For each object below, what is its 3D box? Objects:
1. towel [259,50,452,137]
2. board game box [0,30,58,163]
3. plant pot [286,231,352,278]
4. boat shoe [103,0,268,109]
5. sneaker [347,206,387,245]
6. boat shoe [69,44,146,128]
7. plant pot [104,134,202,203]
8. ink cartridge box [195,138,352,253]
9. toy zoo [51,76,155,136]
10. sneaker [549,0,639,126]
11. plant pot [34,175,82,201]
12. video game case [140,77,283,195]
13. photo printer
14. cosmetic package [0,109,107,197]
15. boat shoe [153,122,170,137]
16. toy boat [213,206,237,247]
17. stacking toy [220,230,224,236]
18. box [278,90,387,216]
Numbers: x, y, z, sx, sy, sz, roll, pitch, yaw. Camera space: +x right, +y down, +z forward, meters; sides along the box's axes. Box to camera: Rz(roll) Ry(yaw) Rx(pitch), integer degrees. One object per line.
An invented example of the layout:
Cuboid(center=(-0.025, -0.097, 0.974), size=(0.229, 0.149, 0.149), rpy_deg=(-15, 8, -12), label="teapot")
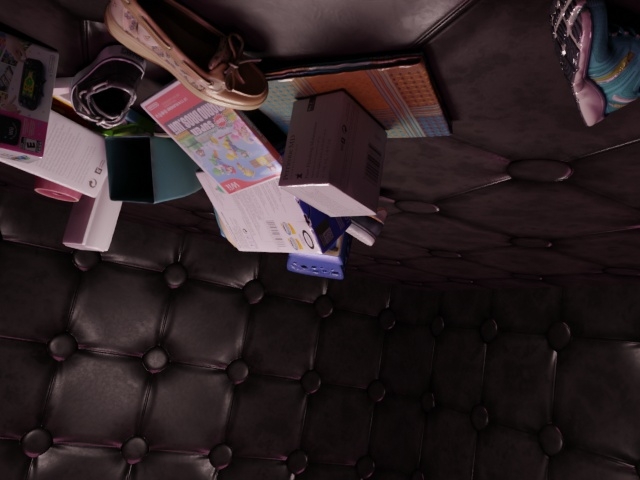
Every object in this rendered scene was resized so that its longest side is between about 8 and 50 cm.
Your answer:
Cuboid(center=(0.050, -0.267, 0.966), size=(0.369, 0.040, 0.271), rpy_deg=(3, 167, 26), label="towel")
Cuboid(center=(-0.675, -0.290, 0.916), size=(0.097, 0.224, 0.303), rpy_deg=(2, 175, 45), label="board game box")
Cuboid(center=(0.000, 0.000, 1.868), size=(0.235, 0.236, 0.212), rpy_deg=(10, 164, 4), label="plant pot")
Cuboid(center=(-0.199, -0.308, 0.801), size=(0.285, 0.105, 0.089), rpy_deg=(22, 157, -30), label="boat shoe")
Cuboid(center=(0.072, -0.109, 1.564), size=(0.321, 0.128, 0.126), rpy_deg=(32, 175, 30), label="sneaker")
Cuboid(center=(-0.452, -0.293, 1.036), size=(0.306, 0.105, 0.113), rpy_deg=(-9, 161, 44), label="boat shoe")
Cuboid(center=(-0.424, -0.198, 1.338), size=(0.165, 0.166, 0.234), rpy_deg=(6, -167, 28), label="plant pot")
Cuboid(center=(-0.101, -0.111, 1.277), size=(0.395, 0.151, 0.270), rpy_deg=(2, 127, 43), label="ink cartridge box")
Cuboid(center=(-0.576, -0.329, 1.228), size=(0.192, 0.030, 0.293), rpy_deg=(3, 167, 33), label="toy zoo")
Cuboid(center=(0.378, -0.253, 0.657), size=(0.109, 0.107, 0.275), rpy_deg=(-21, 158, 32), label="sneaker")
Cuboid(center=(-0.811, -0.227, 1.566), size=(0.201, 0.181, 0.201), rpy_deg=(9, 168, 2), label="plant pot")
Cuboid(center=(-0.224, -0.224, 1.066), size=(0.204, 0.025, 0.285), rpy_deg=(-13, 132, 38), label="video game case")
Cuboid(center=(-0.803, -0.119, 1.767), size=(0.107, 0.308, 0.255), rpy_deg=(21, 167, -41), label="photo printer")
Cuboid(center=(-0.754, -0.276, 1.188), size=(0.230, 0.162, 0.453), rpy_deg=(23, 177, 30), label="cosmetic package")
Cuboid(center=(-0.308, -0.279, 1.156), size=(0.227, 0.069, 0.081), rpy_deg=(4, -163, 33), label="boat shoe")
Cuboid(center=(-0.227, -0.112, 1.569), size=(0.148, 0.268, 0.318), rpy_deg=(-4, -165, 32), label="toy boat")
Cuboid(center=(-0.290, -0.134, 1.732), size=(0.175, 0.166, 0.302), rpy_deg=(0, 153, 4), label="stacking toy")
Cuboid(center=(0.030, -0.158, 0.957), size=(0.118, 0.181, 0.181), rpy_deg=(-1, 164, 36), label="box")
